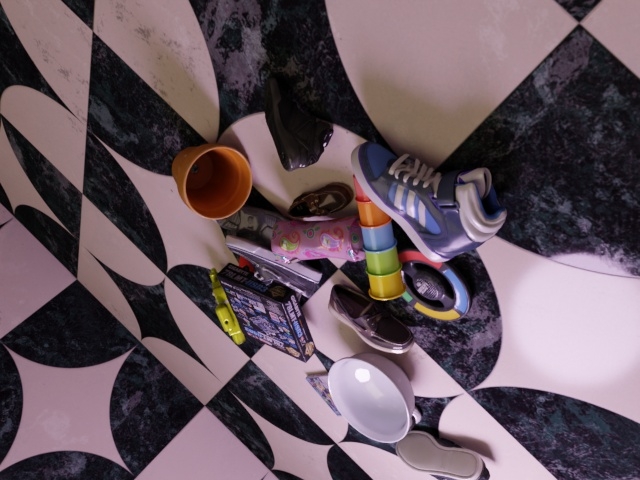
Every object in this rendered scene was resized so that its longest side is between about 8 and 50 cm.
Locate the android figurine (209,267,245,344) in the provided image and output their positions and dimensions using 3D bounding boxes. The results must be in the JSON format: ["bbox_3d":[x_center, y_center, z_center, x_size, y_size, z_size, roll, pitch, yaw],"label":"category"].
[{"bbox_3d":[-0.331,0.227,2.255,0.248,0.056,0.273,-113,3,-73],"label":"android figurine"}]

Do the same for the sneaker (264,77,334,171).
[{"bbox_3d":[-0.053,-0.276,1.480,0.228,0.130,0.087,69,156,15],"label":"sneaker"}]

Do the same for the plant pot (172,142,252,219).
[{"bbox_3d":[-0.325,-0.183,1.791,0.188,0.205,0.205,30,147,50],"label":"plant pot"}]

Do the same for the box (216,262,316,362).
[{"bbox_3d":[-0.173,0.234,2.052,0.295,0.073,0.294,18,142,36],"label":"box"}]

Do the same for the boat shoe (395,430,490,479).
[{"bbox_3d":[0.387,0.690,2.008,0.113,0.127,0.340,37,152,-32],"label":"boat shoe"}]

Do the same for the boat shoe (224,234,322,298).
[{"bbox_3d":[-0.148,0.079,1.850,0.301,0.102,0.108,25,-178,-12],"label":"boat shoe"}]

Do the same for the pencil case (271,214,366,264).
[{"bbox_3d":[0.000,0.000,1.643,0.284,0.124,0.124,-4,124,38],"label":"pencil case"}]

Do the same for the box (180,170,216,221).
[{"bbox_3d":[-0.377,-0.142,2.021,0.186,0.038,0.145,27,143,28],"label":"box"}]

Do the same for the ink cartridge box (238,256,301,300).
[{"bbox_3d":[-0.196,0.176,2.142,0.261,0.066,0.296,36,146,13],"label":"ink cartridge box"}]

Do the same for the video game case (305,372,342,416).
[{"bbox_3d":[0.054,0.566,2.330,0.201,0.023,0.183,51,147,-10],"label":"video game case"}]

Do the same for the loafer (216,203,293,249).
[{"bbox_3d":[-0.157,-0.051,1.845,0.302,0.095,0.109,21,114,16],"label":"loafer"}]

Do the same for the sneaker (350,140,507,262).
[{"bbox_3d":[0.233,-0.122,1.296,0.323,0.130,0.236,51,138,1],"label":"sneaker"}]

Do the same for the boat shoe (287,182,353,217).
[{"bbox_3d":[-0.004,-0.092,1.626,0.207,0.073,0.073,-13,114,52],"label":"boat shoe"}]

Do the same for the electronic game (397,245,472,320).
[{"bbox_3d":[0.267,0.108,1.563,0.229,0.048,0.229,30,145,24],"label":"electronic game"}]

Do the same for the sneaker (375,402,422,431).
[{"bbox_3d":[0.189,0.532,2.063,0.271,0.108,0.100,24,144,32],"label":"sneaker"}]

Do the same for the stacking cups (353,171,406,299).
[{"bbox_3d":[0.135,-0.020,1.510,0.096,0.096,0.317,8,118,43],"label":"stacking cups"}]

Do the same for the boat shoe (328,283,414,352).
[{"bbox_3d":[0.135,0.214,1.781,0.285,0.103,0.092,32,150,31],"label":"boat shoe"}]

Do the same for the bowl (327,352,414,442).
[{"bbox_3d":[0.176,0.451,1.937,0.297,0.134,0.298,21,127,31],"label":"bowl"}]
